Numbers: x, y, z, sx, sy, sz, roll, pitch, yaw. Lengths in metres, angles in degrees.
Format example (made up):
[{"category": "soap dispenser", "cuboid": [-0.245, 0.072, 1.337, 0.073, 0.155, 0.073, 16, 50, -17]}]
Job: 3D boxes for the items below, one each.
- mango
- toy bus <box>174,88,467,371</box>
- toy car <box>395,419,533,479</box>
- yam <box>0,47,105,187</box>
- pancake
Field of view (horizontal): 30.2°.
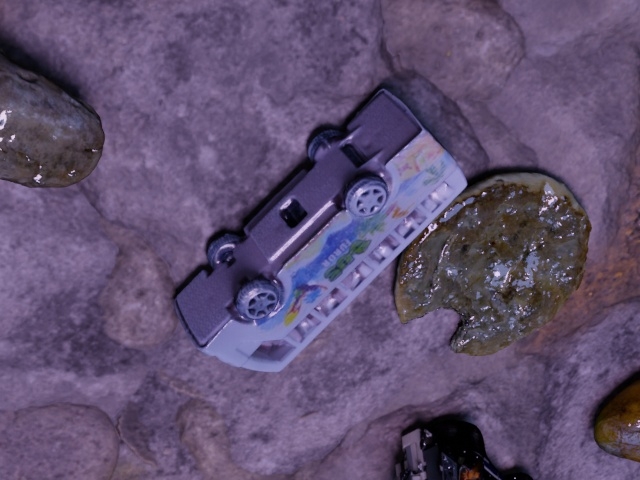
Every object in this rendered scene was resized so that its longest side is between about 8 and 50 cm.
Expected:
[{"category": "mango", "cuboid": [0.517, 0.245, 1.573, 0.316, 0.146, 0.193, 7, 114, -8]}, {"category": "toy bus", "cuboid": [0.000, 0.000, 1.263, 0.329, 0.109, 0.136, -45, 134, 8]}, {"category": "toy car", "cuboid": [0.206, 0.365, 1.487, 0.118, 0.193, 0.301, -29, 129, 21]}, {"category": "yam", "cuboid": [-0.337, -0.138, 1.044, 0.330, 0.133, 0.133, 25, 107, -34]}, {"category": "pancake", "cuboid": [0.205, 0.027, 1.392, 0.253, 0.037, 0.254, -10, 121, -17]}]
